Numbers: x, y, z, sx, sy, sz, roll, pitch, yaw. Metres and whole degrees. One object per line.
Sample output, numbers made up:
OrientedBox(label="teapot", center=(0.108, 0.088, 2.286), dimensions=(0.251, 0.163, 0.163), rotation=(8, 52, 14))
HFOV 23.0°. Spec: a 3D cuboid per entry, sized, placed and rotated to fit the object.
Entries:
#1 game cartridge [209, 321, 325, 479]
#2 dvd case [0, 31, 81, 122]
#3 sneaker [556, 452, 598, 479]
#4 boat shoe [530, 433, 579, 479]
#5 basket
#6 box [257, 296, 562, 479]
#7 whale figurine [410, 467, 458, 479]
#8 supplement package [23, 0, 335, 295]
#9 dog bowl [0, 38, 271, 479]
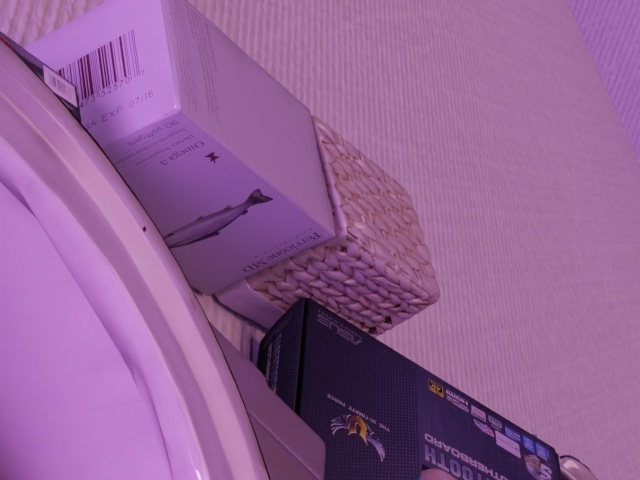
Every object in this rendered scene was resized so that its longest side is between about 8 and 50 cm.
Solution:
OrientedBox(label="game cartridge", center=(-0.125, 0.077, 0.749), dimensions=(0.355, 0.068, 0.230), rotation=(47, 21, -27))
OrientedBox(label="dvd case", center=(-0.147, -0.052, 0.769), dimensions=(0.087, 0.013, 0.119), rotation=(36, 33, -45))
OrientedBox(label="sneaker", center=(0.226, 0.288, 1.386), dimensions=(0.275, 0.107, 0.110), rotation=(41, 49, -39))
OrientedBox(label="boat shoe", center=(0.133, 0.179, 1.191), dimensions=(0.267, 0.088, 0.096), rotation=(42, 44, -25))
OrientedBox(label="basket", center=(0.000, 0.000, 1.110), dimensions=(0.167, 0.103, 0.113), rotation=(33, 36, -54))
OrientedBox(label="box", center=(0.061, 0.162, 1.027), dimensions=(0.233, 0.059, 0.183), rotation=(32, 32, -18))
OrientedBox(label="whale figurine", center=(0.061, 0.247, 0.829), dimensions=(0.216, 0.141, 0.272), rotation=(53, 19, -28))
OrientedBox(label="supplement package", center=(-0.084, -0.059, 0.968), dimensions=(0.179, 0.105, 0.105), rotation=(37, 33, -51))
OrientedBox(label="dog bowl", center=(-0.172, 0.113, 0.420), dimensions=(0.408, 0.150, 0.408), rotation=(42, 36, -41))
